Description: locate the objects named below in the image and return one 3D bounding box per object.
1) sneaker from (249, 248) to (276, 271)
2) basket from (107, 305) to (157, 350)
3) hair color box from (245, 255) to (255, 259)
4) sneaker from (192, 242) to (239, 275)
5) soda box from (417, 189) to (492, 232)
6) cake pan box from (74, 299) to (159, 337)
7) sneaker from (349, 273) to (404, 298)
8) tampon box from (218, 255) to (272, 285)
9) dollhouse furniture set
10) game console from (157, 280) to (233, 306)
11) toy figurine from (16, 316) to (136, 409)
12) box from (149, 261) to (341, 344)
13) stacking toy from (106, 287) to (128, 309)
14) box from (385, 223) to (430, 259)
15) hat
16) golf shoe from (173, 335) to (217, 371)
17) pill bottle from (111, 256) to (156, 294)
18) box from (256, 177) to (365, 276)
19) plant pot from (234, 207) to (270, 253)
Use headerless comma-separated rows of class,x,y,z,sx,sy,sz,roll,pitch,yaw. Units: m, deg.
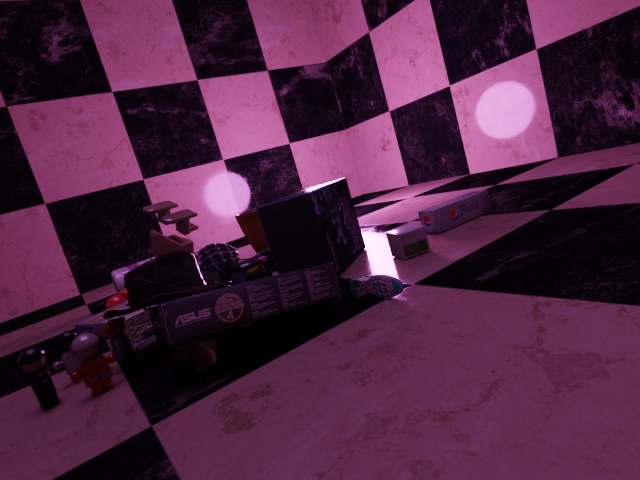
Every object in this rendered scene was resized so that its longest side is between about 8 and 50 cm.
sneaker,-0.277,0.103,1.774,0.267,0.101,0.106,-21,7,-27
basket,-0.560,0.261,1.300,0.167,0.103,0.113,-7,14,43
hair color box,-0.356,0.124,1.945,0.167,0.054,0.093,-22,9,-24
sneaker,-0.432,0.086,1.543,0.275,0.107,0.110,-17,-10,-23
soda box,0.521,-0.113,1.647,0.286,0.091,0.098,-20,9,-24
cake pan box,-0.743,0.286,1.617,0.245,0.070,0.266,-8,12,36
sneaker,0.151,0.107,1.080,0.076,0.065,0.166,-18,10,-38
tampon box,-0.281,0.130,1.601,0.160,0.102,0.120,-9,12,40
dollhouse furniture set,-0.612,0.079,1.773,0.393,0.363,0.256,21,30,30
game console,-0.421,0.235,1.458,0.292,0.174,0.250,-8,-19,43
toy figurine,-0.586,0.286,1.045,0.212,0.148,0.209,-16,9,5
box,-0.195,0.153,1.040,0.394,0.097,0.318,-12,-3,-27
stacking toy,-0.831,0.233,1.927,0.141,0.141,0.330,-13,13,21
box,0.284,0.002,1.384,0.101,0.087,0.102,-19,9,-12
hat,-0.408,0.102,1.128,0.330,0.134,0.331,-16,-6,-2
golf shoe,-0.273,0.246,0.977,0.085,0.068,0.186,-21,9,-35
pill bottle,-0.888,0.185,2.176,0.301,0.170,0.169,-21,10,-30
box,-0.015,-0.041,1.542,0.211,0.294,0.395,-13,10,24
plant pot,-0.293,-0.043,2.202,0.236,0.255,0.237,-15,9,3
